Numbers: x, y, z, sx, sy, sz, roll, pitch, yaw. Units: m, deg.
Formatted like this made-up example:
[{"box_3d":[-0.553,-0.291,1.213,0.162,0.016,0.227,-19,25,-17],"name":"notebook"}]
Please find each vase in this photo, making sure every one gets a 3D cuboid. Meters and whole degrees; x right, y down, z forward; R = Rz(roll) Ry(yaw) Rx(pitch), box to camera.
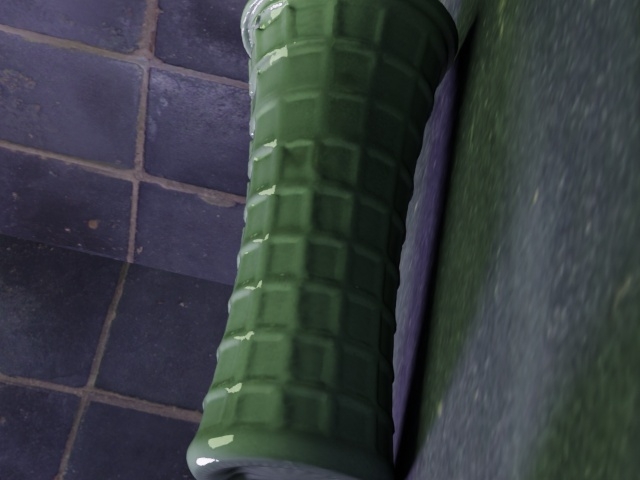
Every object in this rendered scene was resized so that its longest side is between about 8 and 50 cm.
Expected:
[{"box_3d":[0.000,0.000,0.655,0.143,0.143,0.299,110,170,-63],"name":"vase"}]
